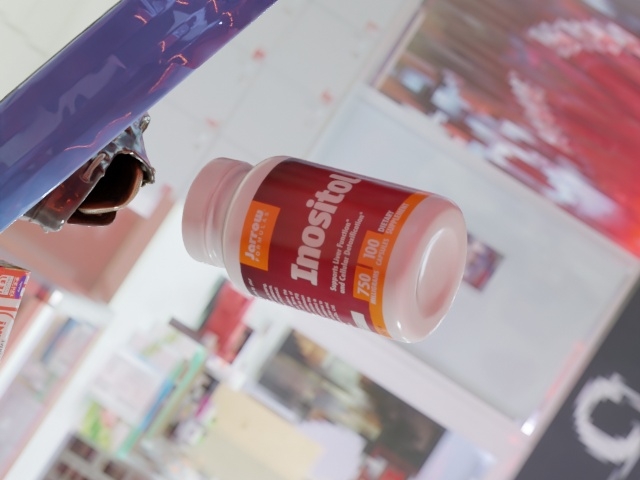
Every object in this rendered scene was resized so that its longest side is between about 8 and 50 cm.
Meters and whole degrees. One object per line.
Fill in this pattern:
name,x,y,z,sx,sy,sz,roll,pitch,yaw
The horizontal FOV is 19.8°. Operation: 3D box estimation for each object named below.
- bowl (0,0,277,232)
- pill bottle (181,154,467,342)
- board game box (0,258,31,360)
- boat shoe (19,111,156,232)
bowl,-0.167,-0.131,1.480,0.391,0.077,0.391,-39,-173,6
pill bottle,0.000,0.000,1.051,0.086,0.152,0.086,-38,135,-50
board game box,-0.355,0.062,1.587,0.045,0.193,0.147,12,97,-61
boat shoe,-0.240,-0.072,1.830,0.132,0.130,0.355,-47,178,20
